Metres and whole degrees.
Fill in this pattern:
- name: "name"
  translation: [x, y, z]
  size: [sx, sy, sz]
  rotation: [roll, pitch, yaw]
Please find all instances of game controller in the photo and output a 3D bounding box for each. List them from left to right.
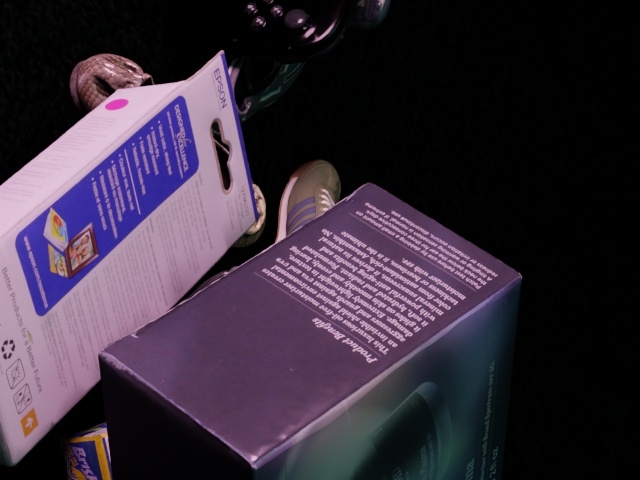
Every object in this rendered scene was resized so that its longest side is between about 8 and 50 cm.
- name: "game controller"
  translation: [-0.023, -0.301, 1.627]
  size: [0.067, 0.167, 0.319]
  rotation: [81, 24, -60]

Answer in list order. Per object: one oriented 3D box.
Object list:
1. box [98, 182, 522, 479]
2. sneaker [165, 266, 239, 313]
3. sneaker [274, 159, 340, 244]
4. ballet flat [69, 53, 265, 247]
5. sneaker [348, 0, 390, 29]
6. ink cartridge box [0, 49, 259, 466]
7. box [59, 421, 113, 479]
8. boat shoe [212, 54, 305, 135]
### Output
- name: "box"
  translation: [-0.003, 0.166, 1.405]
  size: [0.294, 0.183, 0.296]
  rotation: [-32, 139, -32]
- name: "sneaker"
  translation: [-0.048, 0.064, 1.490]
  size: [0.234, 0.106, 0.078]
  rotation: [-20, 60, -31]
- name: "sneaker"
  translation: [0.000, 0.000, 1.653]
  size: [0.064, 0.086, 0.192]
  rotation: [48, 49, -34]
- name: "ballet flat"
  translation: [-0.122, -0.078, 1.541]
  size: [0.250, 0.058, 0.084]
  rotation: [46, 49, -34]
- name: "sneaker"
  translation: [0.052, -0.351, 1.772]
  size: [0.122, 0.110, 0.283]
  rotation: [4, 80, -54]
- name: "ink cartridge box"
  translation: [-0.180, 0.002, 1.414]
  size: [0.371, 0.069, 0.175]
  rotation: [-45, 135, -43]
- name: "box"
  translation: [-0.139, 0.172, 1.475]
  size: [0.169, 0.054, 0.059]
  rotation: [-16, 95, -50]
- name: "boat shoe"
  translation: [-0.052, -0.158, 1.637]
  size: [0.206, 0.065, 0.075]
  rotation: [-45, 115, -47]
